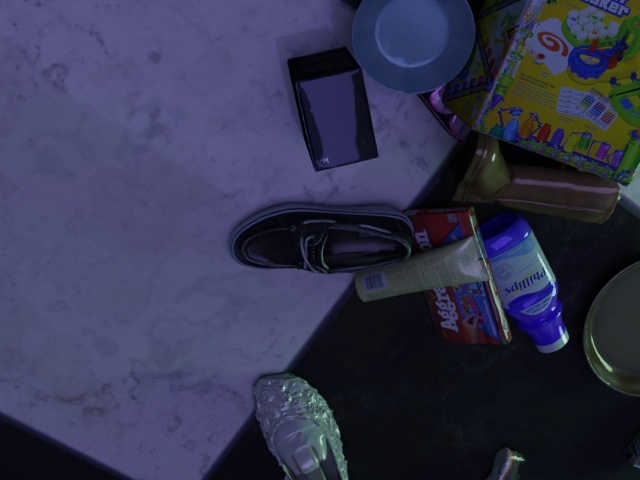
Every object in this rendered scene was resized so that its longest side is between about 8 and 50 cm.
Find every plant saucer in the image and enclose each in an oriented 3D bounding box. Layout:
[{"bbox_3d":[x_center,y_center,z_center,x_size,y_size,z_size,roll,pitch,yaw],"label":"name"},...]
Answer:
[{"bbox_3d":[0.660,0.162,1.934,0.310,0.050,0.311,-3,111,-7],"label":"plant saucer"},{"bbox_3d":[0.147,-0.331,1.555,0.194,0.037,0.195,1,118,2],"label":"plant saucer"}]

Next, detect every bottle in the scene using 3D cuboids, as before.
[{"bbox_3d":[0.382,0.085,1.842,0.118,0.092,0.283,-29,112,2],"label":"bottle"}]

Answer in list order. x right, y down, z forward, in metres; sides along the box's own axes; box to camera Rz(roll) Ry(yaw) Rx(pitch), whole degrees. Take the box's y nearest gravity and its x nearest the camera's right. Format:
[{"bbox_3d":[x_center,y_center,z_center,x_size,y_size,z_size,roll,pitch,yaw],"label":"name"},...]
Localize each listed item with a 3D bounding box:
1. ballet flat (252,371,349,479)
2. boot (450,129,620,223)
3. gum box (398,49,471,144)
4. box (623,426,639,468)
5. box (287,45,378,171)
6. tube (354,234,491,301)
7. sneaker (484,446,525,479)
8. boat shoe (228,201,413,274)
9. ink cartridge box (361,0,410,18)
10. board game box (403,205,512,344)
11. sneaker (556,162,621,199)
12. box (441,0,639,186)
[{"bbox_3d":[-0.007,0.442,1.909,0.147,0.147,0.409,-23,112,2],"label":"ballet flat"},{"bbox_3d":[0.368,-0.108,1.645,0.269,0.236,0.089,9,76,2],"label":"boot"},{"bbox_3d":[0.201,-0.255,1.678,0.062,0.107,0.188,-39,111,8],"label":"gum box"},{"bbox_3d":[0.702,0.397,2.028,0.059,0.054,0.169,24,107,-15],"label":"box"},{"bbox_3d":[0.017,-0.219,1.612,0.108,0.207,0.153,-13,112,-2],"label":"box"},{"bbox_3d":[0.182,0.059,1.778,0.240,0.062,0.070,-15,153,23],"label":"tube"},{"bbox_3d":[0.380,0.504,2.025,0.064,0.061,0.158,14,109,-19],"label":"sneaker"},{"bbox_3d":[0.000,0.000,1.736,0.335,0.119,0.121,-8,114,3],"label":"boat shoe"},{"bbox_3d":[0.153,-0.397,1.615,0.150,0.109,0.063,11,108,-11],"label":"ink cartridge box"},{"bbox_3d":[0.250,0.068,1.809,0.145,0.027,0.281,-2,119,38],"label":"board game box"},{"bbox_3d":[0.491,-0.174,1.765,0.121,0.099,0.263,-12,120,-11],"label":"sneaker"},{"bbox_3d":[0.394,-0.277,1.544,0.289,0.177,0.279,18,108,-16],"label":"box"}]
